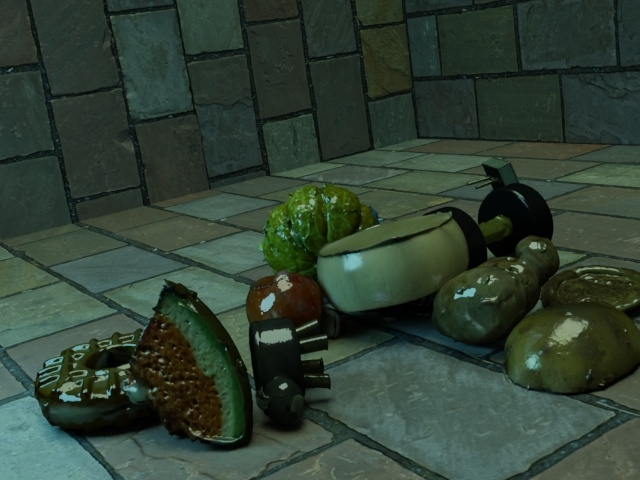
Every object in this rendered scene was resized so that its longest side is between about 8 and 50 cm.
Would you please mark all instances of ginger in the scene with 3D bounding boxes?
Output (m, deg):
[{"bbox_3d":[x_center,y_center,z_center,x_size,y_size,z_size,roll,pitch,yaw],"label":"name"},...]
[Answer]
[{"bbox_3d":[0.356,0.102,1.648,0.304,0.155,0.244,-33,-12,-43],"label":"ginger"}]

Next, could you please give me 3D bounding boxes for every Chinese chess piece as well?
[{"bbox_3d":[0.156,0.043,1.791,0.338,0.140,0.338,-16,6,2],"label":"Chinese chess piece"}]

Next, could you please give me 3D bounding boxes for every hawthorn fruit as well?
[{"bbox_3d":[-0.074,0.152,1.748,0.173,0.172,0.173,-8,14,2],"label":"hawthorn fruit"}]

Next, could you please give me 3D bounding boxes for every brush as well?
[{"bbox_3d":[-0.036,0.161,1.890,0.050,0.060,0.321,-2,9,-32],"label":"brush"}]

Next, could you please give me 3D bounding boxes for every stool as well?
[{"bbox_3d":[-0.055,0.236,1.469,0.139,0.153,0.228,-7,56,-8],"label":"stool"}]

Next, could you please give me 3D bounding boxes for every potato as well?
[{"bbox_3d":[0.454,0.169,1.481,0.239,0.116,0.299,0,14,46],"label":"potato"}]

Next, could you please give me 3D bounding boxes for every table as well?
[{"bbox_3d":[0.505,-0.097,2.266,0.111,0.240,0.121,-29,15,-2],"label":"table"}]

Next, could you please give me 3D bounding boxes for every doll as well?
[{"bbox_3d":[0.194,0.142,1.812,0.219,0.067,0.091,-2,19,19],"label":"doll"}]

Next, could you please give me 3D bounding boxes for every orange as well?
[{"bbox_3d":[0.000,0.000,2.051,0.301,0.300,0.223,-37,28,18],"label":"orange"}]

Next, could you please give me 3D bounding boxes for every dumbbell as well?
[{"bbox_3d":[0.401,-0.010,2.015,0.322,0.203,0.204,-18,17,-33],"label":"dumbbell"}]

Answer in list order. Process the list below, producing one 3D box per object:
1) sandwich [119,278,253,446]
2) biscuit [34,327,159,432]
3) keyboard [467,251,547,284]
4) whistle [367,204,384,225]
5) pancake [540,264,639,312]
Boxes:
[{"bbox_3d":[-0.220,0.235,1.401,0.212,0.292,0.109,-46,-9,5],"label":"sandwich"},{"bbox_3d":[-0.388,0.264,1.588,0.332,0.103,0.332,-8,13,2],"label":"biscuit"},{"bbox_3d":[0.417,0.090,1.868,0.262,0.016,0.106,-18,60,-33],"label":"keyboard"},{"bbox_3d":[0.074,-0.047,2.612,0.269,0.093,0.180,-11,13,14],"label":"whistle"},{"bbox_3d":[0.591,0.109,1.738,0.250,0.031,0.250,-12,18,4],"label":"pancake"}]
